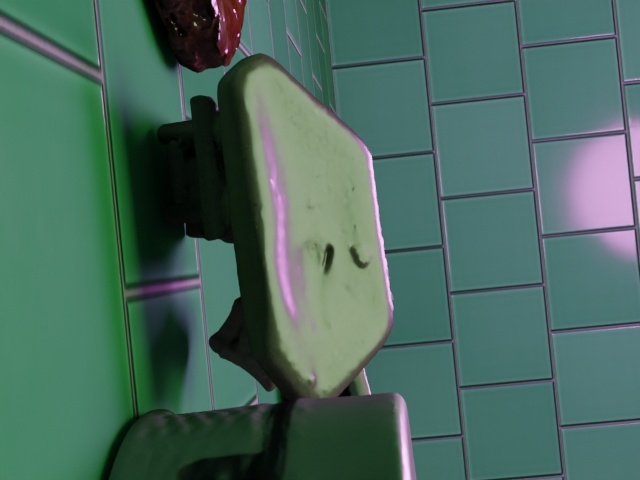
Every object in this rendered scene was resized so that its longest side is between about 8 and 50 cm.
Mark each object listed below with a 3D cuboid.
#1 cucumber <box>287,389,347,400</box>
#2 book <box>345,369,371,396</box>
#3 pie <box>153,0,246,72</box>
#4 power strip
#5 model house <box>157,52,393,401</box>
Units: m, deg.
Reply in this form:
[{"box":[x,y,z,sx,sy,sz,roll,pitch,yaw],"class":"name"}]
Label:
[{"box":[-0.013,0.153,1.417,0.116,0.062,0.115,-147,-130,-69],"class":"cucumber"},{"box":[0.019,0.163,1.459,0.208,0.020,0.295,115,-38,-66],"class":"book"},{"box":[-0.095,-0.233,0.906,0.219,0.054,0.204,-89,172,-55],"class":"pie"},{"box":[-0.011,0.248,0.665,0.357,0.161,0.357,-6,90,-85],"class":"power strip"},{"box":[-0.043,-0.006,0.821,0.188,0.122,0.229,1,-78,59],"class":"model house"}]
